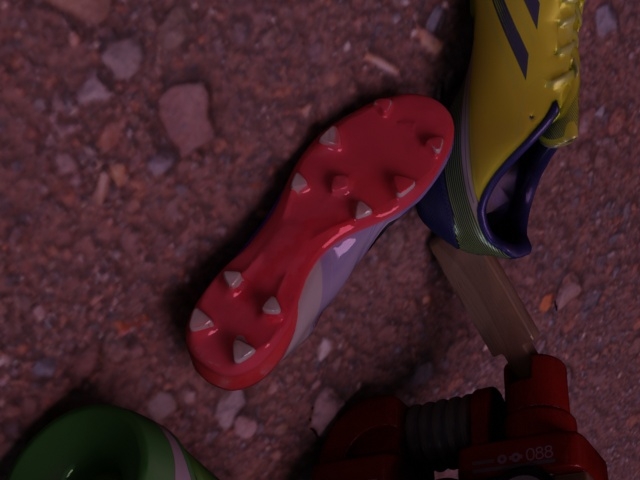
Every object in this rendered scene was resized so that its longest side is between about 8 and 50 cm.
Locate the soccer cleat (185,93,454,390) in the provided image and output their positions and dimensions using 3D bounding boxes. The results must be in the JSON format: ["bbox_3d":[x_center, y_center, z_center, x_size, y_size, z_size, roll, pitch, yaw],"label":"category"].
[{"bbox_3d":[0.000,0.000,0.830,0.248,0.083,0.095,-50,167,-15],"label":"soccer cleat"}]

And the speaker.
[{"bbox_3d":[-0.088,0.229,0.833,0.131,0.131,0.296,-47,136,-10],"label":"speaker"}]

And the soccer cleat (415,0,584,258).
[{"bbox_3d":[0.150,-0.124,0.847,0.093,0.121,0.289,0,114,-42],"label":"soccer cleat"}]

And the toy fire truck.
[{"bbox_3d":[0.099,0.135,0.938,0.158,0.217,0.246,45,39,-46],"label":"toy fire truck"}]
